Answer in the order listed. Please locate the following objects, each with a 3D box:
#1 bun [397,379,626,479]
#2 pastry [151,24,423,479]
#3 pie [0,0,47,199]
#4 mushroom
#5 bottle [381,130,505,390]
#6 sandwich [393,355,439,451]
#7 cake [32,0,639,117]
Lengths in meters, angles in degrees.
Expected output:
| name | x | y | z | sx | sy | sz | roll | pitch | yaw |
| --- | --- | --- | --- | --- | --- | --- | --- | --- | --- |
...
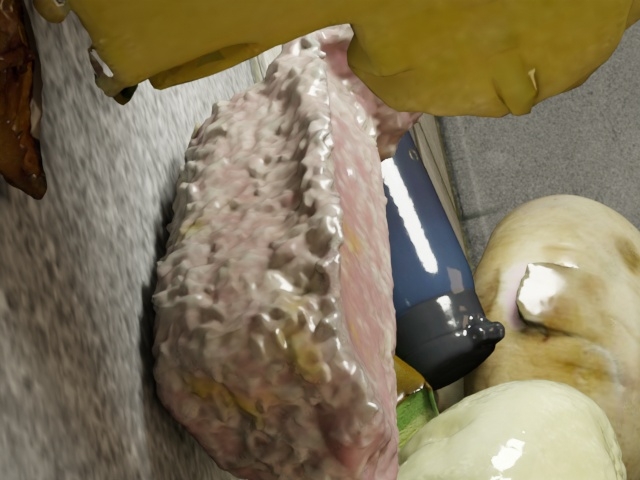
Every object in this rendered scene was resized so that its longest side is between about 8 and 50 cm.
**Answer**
| name | x | y | z | sx | sy | sz | roll | pitch | yaw |
| --- | --- | --- | --- | --- | --- | --- | --- | --- | --- |
| bun | 0.094 | 0.197 | 0.870 | 0.259 | 0.160 | 0.259 | 1 | 90 | -77 |
| pastry | -0.012 | 0.000 | 0.658 | 0.265 | 0.112 | 0.103 | -77 | 154 | -50 |
| pie | -0.108 | -0.085 | 0.400 | 0.191 | 0.033 | 0.088 | 59 | 12 | -67 |
| mushroom | 0.166 | 0.084 | 1.131 | 0.255 | 0.184 | 0.255 | -35 | 130 | -57 |
| bottle | 0.042 | -0.019 | 1.048 | 0.072 | 0.082 | 0.244 | 1 | 61 | -54 |
| sandwich | 0.017 | 0.106 | 1.017 | 0.116 | 0.074 | 0.074 | 38 | -21 | 43 |
| cake | -0.009 | -0.185 | 0.486 | 0.286 | 0.222 | 0.227 | 64 | 8 | -48 |
